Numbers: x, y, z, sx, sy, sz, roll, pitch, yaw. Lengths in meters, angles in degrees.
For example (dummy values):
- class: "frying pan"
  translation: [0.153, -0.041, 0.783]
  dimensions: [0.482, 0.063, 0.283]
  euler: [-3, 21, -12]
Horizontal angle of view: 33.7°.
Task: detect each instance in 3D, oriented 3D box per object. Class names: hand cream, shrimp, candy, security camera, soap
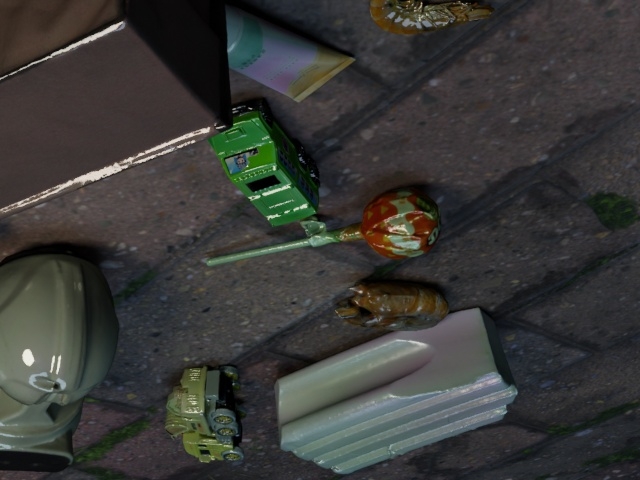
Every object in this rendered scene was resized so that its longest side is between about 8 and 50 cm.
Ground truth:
- class: "hand cream"
  translation: [-0.049, -0.170, 0.949]
  dimensions: [0.076, 0.047, 0.174]
  euler: [-32, 151, 30]
- class: "shrimp"
  translation: [0.086, 0.097, 1.398]
  dimensions: [0.187, 0.051, 0.132]
  euler: [17, 140, -40]
- class: "shrimp"
  translation: [0.101, -0.214, 0.929]
  dimensions: [0.114, 0.023, 0.083]
  euler: [-2, 145, -4]
- class: "candy"
  translation: [0.000, 0.000, 1.216]
  dimensions: [0.288, 0.078, 0.084]
  euler: [-12, 161, 19]
- class: "security camera"
  translation: [-0.335, 0.129, 1.215]
  dimensions: [0.197, 0.191, 0.277]
  euler: [11, 141, -30]
- class: "soap"
  translation: [0.116, 0.225, 1.552]
  dimensions: [0.347, 0.115, 0.208]
  euler: [-25, 146, 23]

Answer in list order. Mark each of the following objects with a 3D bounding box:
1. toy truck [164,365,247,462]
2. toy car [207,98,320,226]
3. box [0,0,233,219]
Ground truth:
- class: "toy truck"
  translation: [-0.174, 0.257, 1.561]
  dimensions: [0.116, 0.085, 0.191]
  euler: [0, 145, 2]
- class: "toy car"
  translation: [-0.057, -0.076, 1.071]
  dimensions: [0.071, 0.062, 0.165]
  euler: [-18, 147, 15]
- class: "box"
  translation: [-0.213, -0.145, 0.805]
  dimensions: [0.252, 0.188, 0.153]
  euler: [-16, 148, 16]
